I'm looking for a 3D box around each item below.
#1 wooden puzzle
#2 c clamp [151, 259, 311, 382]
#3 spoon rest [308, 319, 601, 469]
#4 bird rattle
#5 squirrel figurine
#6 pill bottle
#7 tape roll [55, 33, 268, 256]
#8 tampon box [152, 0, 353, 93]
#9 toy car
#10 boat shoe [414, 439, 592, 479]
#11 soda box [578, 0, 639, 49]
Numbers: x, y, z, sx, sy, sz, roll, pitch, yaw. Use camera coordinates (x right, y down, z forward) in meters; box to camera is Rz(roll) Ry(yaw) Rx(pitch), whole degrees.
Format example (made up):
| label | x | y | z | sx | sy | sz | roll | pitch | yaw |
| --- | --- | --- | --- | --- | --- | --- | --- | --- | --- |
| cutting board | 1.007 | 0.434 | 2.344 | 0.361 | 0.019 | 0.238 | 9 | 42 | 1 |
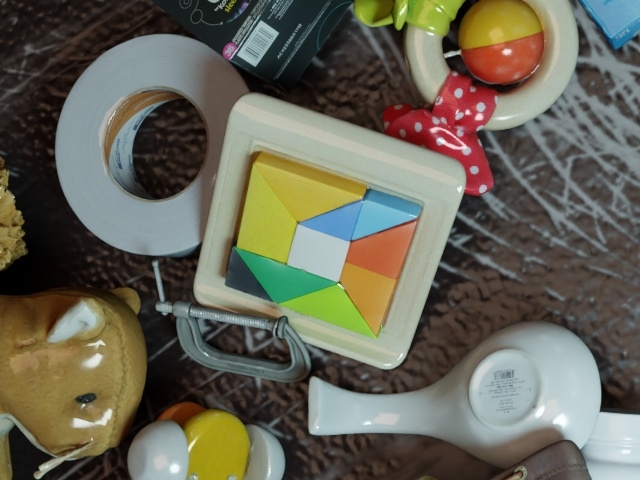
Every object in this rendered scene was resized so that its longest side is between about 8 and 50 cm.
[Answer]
| label | x | y | z | sx | sy | sz | roll | pitch | yaw |
| --- | --- | --- | --- | --- | --- | --- | --- | --- | --- |
| wooden puzzle | 0.000 | 0.000 | 1.322 | 0.221 | 0.044 | 0.239 | 19 | 125 | 4 |
| c clamp | -0.086 | 0.088 | 1.386 | 0.160 | 0.137 | 0.022 | 13 | 47 | 12 |
| spoon rest | 0.126 | 0.146 | 1.314 | 0.276 | 0.084 | 0.137 | -7 | 72 | 28 |
| bird rattle | 0.140 | -0.172 | 1.328 | 0.206 | 0.143 | 0.254 | -15 | 86 | -1 |
| squirrel figurine | -0.367 | 0.084 | 1.391 | 0.370 | 0.281 | 0.397 | -16 | 85 | 9 |
| pill bottle | 0.262 | 0.242 | 1.273 | 0.108 | 0.108 | 0.180 | 3 | 87 | 17 |
| tape roll | -0.152 | -0.093 | 1.433 | 0.219 | 0.072 | 0.219 | -1 | 86 | 16 |
| tampon box | -0.075 | -0.241 | 1.380 | 0.161 | 0.101 | 0.120 | 39 | 98 | 34 |
| toy car | -0.133 | 0.245 | 1.385 | 0.136 | 0.159 | 0.182 | 12 | 91 | 51 |
| boat shoe | 0.110 | 0.271 | 1.281 | 0.342 | 0.123 | 0.123 | -35 | 59 | 41 |
| soda box | 0.332 | -0.267 | 1.300 | 0.210 | 0.067 | 0.071 | -36 | 78 | 12 |
